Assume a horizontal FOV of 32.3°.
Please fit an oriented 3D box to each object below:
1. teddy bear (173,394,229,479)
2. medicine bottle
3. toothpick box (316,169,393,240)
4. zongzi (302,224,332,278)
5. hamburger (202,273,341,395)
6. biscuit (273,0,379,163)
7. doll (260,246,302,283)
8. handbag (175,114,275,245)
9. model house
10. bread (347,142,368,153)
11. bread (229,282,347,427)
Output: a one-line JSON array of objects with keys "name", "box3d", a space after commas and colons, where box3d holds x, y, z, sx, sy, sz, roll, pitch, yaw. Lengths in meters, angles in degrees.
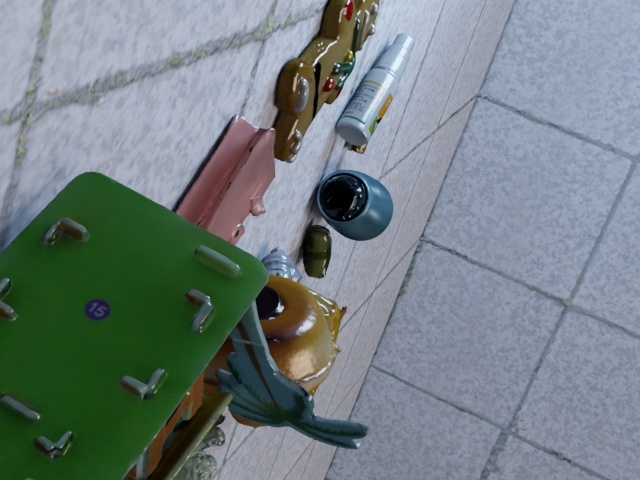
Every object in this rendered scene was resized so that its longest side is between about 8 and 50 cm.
[{"name": "teddy bear", "box3d": [-0.192, 0.287, 1.589, 0.133, 0.111, 0.213, -15, -120, 55]}, {"name": "medicine bottle", "box3d": [0.099, -0.257, 1.903, 0.221, 0.061, 0.092, -60, 176, -23]}, {"name": "toothpick box", "box3d": [0.058, -0.066, 1.969, 0.120, 0.120, 0.184, -65, 165, 1]}, {"name": "zongzi", "box3d": [0.000, 0.000, 2.034, 0.113, 0.052, 0.104, -71, 173, -58]}, {"name": "hamburger", "box3d": [-0.085, 0.146, 1.543, 0.237, 0.236, 0.147, -51, 146, -49]}, {"name": "biscuit", "box3d": [0.017, -0.258, 1.573, 0.301, 0.049, 0.197, -58, 168, -36]}, {"name": "doll", "box3d": [-0.067, 0.056, 1.786, 0.180, 0.079, 0.094, -62, 154, -87]}, {"name": "handbag", "box3d": [-0.122, -0.036, 1.375, 0.212, 0.059, 0.157, -61, 167, -23]}, {"name": "model house", "box3d": [-0.163, 0.190, 0.992, 0.300, 0.340, 0.324, -55, 169, -34]}, {"name": "bread", "box3d": [0.075, -0.196, 1.974, 0.047, 0.036, 0.083, -73, -177, -74]}, {"name": "bread", "box3d": [-0.063, 0.202, 1.914, 0.274, 0.149, 0.274, 17, 90, -78]}]
